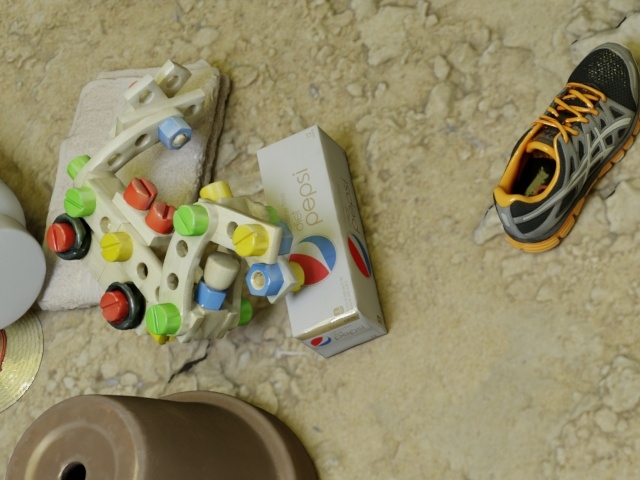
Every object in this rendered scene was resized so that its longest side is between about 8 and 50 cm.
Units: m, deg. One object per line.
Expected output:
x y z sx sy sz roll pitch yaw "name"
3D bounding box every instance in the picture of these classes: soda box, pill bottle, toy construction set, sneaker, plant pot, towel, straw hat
0.000 0.000 1.556 0.074 0.069 0.216 -23 60 19 "soda box"
-0.425 -0.023 1.729 0.169 0.169 0.301 -52 49 -1 "pill bottle"
-0.151 -0.029 1.551 0.215 0.151 0.328 -58 44 28 "toy construction set"
0.228 -0.093 1.463 0.084 0.083 0.215 21 78 36 "sneaker"
-0.161 0.238 1.443 0.263 0.229 0.263 -12 62 24 "plant pot"
-0.201 -0.060 1.707 0.187 0.049 0.282 -3 67 29 "towel"
-0.374 0.121 1.714 0.144 0.061 0.144 -12 63 25 "straw hat"
